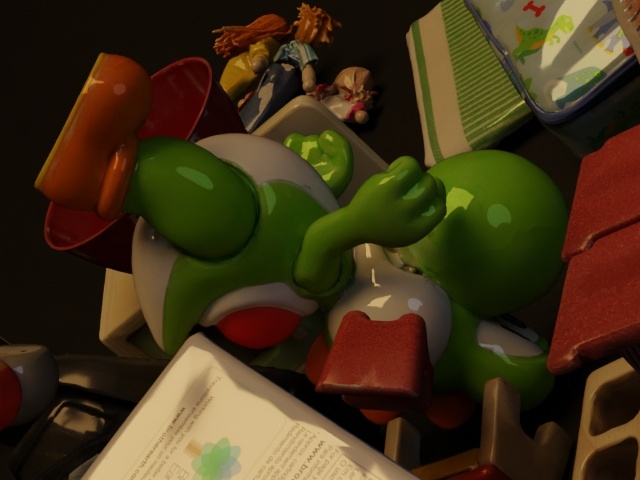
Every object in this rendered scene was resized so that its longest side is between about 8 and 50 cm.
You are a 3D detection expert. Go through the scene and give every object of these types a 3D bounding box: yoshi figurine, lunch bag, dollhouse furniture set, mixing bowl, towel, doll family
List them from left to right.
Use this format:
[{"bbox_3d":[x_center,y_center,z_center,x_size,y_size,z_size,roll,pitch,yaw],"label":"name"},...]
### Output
[{"bbox_3d":[-0.113,-0.039,1.324,0.181,0.098,0.181,-38,27,23],"label":"mixing bowl"},{"bbox_3d":[-0.050,-0.154,1.713,0.163,0.118,0.263,-54,25,-10],"label":"doll family"},{"bbox_3d":[0.012,-0.025,1.142,0.203,0.362,0.203,-56,9,48],"label":"yoshi figurine"},{"bbox_3d":[0.139,0.091,0.970,0.374,0.201,0.152,-27,34,38],"label":"dollhouse furniture set"},{"bbox_3d":[0.210,-0.202,1.462,0.325,0.038,0.248,-36,29,22],"label":"towel"},{"bbox_3d":[0.211,-0.181,1.311,0.176,0.090,0.219,-37,44,16],"label":"lunch bag"}]

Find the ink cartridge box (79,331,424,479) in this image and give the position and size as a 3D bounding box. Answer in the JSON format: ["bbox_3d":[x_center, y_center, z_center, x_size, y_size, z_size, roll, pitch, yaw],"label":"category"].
[{"bbox_3d":[0.008,0.261,0.902,0.395,0.151,0.270,29,77,42],"label":"ink cartridge box"}]

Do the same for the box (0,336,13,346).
[{"bbox_3d":[-0.469,0.127,1.857,0.307,0.242,0.076,-19,39,49],"label":"box"}]

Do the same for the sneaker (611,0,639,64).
[{"bbox_3d":[0.267,-0.113,1.127,0.108,0.121,0.302,-26,39,25],"label":"sneaker"}]

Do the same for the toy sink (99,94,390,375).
[{"bbox_3d":[-0.043,0.026,1.415,0.234,0.153,0.131,-38,27,20],"label":"toy sink"}]

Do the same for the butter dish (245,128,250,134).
[{"bbox_3d":[-0.078,-0.026,1.584,0.160,0.160,0.118,-37,4,25],"label":"butter dish"}]

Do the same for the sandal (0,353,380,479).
[{"bbox_3d":[-0.152,0.161,1.352,0.446,0.167,0.107,-6,61,46],"label":"sandal"}]

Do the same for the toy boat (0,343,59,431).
[{"bbox_3d":[-0.129,0.180,1.189,0.267,0.318,0.148,-52,-5,13],"label":"toy boat"}]

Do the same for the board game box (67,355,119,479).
[{"bbox_3d":[-0.167,0.184,1.539,0.145,0.027,0.281,-39,27,23],"label":"board game box"}]
